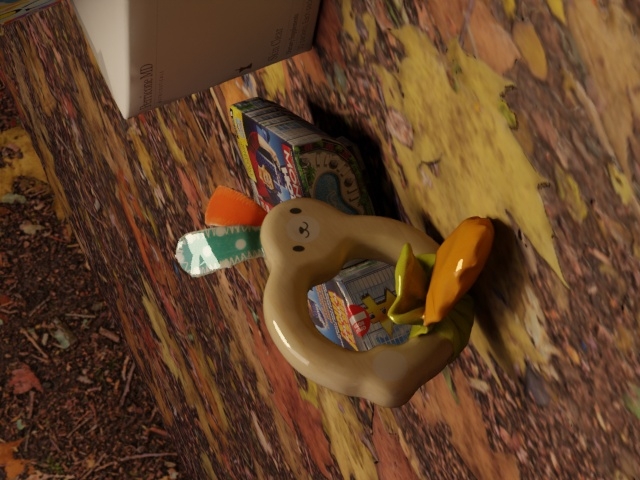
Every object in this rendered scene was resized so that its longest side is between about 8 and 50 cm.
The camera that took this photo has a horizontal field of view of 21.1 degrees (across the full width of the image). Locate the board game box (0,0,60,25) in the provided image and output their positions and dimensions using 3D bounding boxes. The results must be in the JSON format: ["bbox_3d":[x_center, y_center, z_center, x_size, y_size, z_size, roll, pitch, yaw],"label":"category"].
[{"bbox_3d":[-0.231,-0.202,1.036,0.275,0.142,0.144,-177,67,-75],"label":"board game box"}]

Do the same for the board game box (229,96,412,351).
[{"bbox_3d":[0.016,0.003,1.200,0.194,0.060,0.194,36,146,64],"label":"board game box"}]

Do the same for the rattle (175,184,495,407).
[{"bbox_3d":[0.000,0.000,1.041,0.199,0.130,0.143,41,170,19],"label":"rattle"}]

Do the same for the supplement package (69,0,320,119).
[{"bbox_3d":[-0.098,-0.237,1.088,0.262,0.145,0.204,104,143,-68],"label":"supplement package"}]
